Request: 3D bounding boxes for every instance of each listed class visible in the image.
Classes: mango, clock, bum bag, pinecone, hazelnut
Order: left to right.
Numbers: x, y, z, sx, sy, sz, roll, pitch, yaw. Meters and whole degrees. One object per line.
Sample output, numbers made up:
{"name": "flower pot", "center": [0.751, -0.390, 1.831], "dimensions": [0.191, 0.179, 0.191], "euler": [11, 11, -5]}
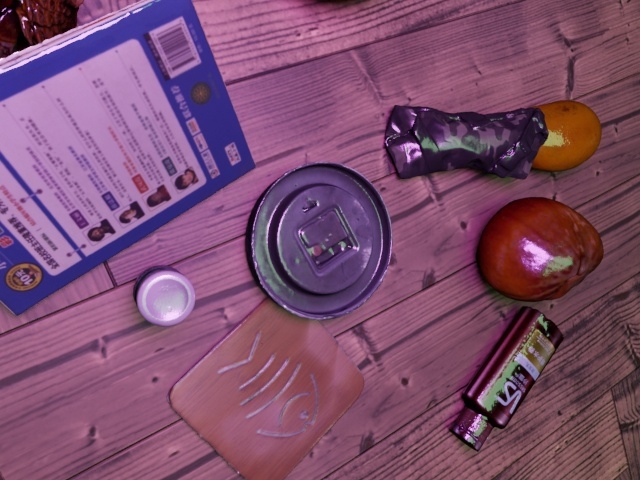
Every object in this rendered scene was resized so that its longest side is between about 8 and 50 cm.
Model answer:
{"name": "pinecone", "center": [-0.398, -0.331, 0.606], "dimensions": [0.207, 0.207, 0.208], "euler": [-2, 94, -24]}
{"name": "clock", "center": [0.000, 0.000, 0.872], "dimensions": [0.280, 0.055, 0.281], "euler": [0, 91, -26]}
{"name": "bum bag", "center": [0.291, -0.193, 0.968], "dimensions": [0.340, 0.095, 0.144], "euler": [-2, 98, -10]}
{"name": "hazelnut", "center": [0.458, 0.019, 1.010], "dimensions": [0.251, 0.217, 0.217], "euler": [-12, 98, -23]}
{"name": "mango", "center": [0.507, -0.224, 1.063], "dimensions": [0.221, 0.120, 0.152], "euler": [-15, 92, -16]}

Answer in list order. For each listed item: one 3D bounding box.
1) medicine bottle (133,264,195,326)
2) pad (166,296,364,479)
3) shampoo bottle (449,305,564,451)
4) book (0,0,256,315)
{"name": "medicine bottle", "center": [-0.239, 0.078, 0.735], "dimensions": [0.080, 0.130, 0.080], "euler": [-2, 95, -26]}
{"name": "pad", "center": [-0.081, 0.271, 0.882], "dimensions": [0.286, 0.018, 0.284], "euler": [-43, 109, -16]}
{"name": "shampoo bottle", "center": [0.404, 0.305, 1.071], "dimensions": [0.129, 0.084, 0.323], "euler": [46, 76, -17]}
{"name": "book", "center": [-0.311, -0.116, 0.670], "dimensions": [0.428, 0.039, 0.300], "euler": [-35, 134, -19]}
